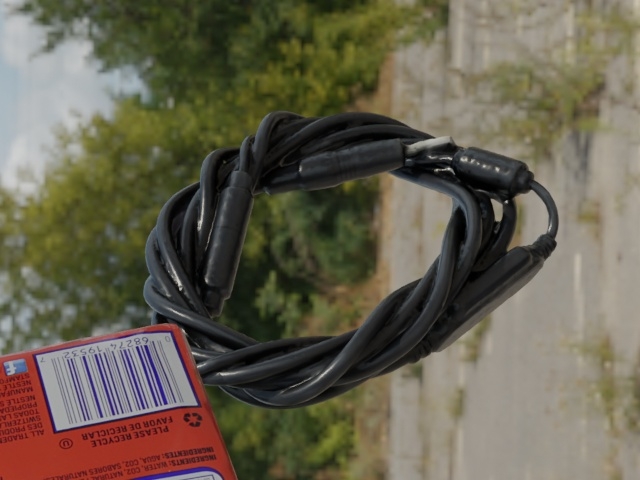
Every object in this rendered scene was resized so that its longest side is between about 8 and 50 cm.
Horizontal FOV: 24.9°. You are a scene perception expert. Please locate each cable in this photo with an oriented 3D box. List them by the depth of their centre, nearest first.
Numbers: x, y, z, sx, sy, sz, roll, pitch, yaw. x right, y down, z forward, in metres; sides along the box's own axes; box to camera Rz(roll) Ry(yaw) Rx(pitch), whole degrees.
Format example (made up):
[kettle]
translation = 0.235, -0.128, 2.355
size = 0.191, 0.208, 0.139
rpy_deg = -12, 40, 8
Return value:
[cable]
translation = 0.000, 0.000, 0.611
size = 0.150, 0.184, 0.047
rpy_deg = 36, 146, 31

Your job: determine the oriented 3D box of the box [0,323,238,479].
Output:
[box]
translation = -0.140, 0.127, 0.357
size = 0.123, 0.256, 0.128
rpy_deg = 96, 157, -44
